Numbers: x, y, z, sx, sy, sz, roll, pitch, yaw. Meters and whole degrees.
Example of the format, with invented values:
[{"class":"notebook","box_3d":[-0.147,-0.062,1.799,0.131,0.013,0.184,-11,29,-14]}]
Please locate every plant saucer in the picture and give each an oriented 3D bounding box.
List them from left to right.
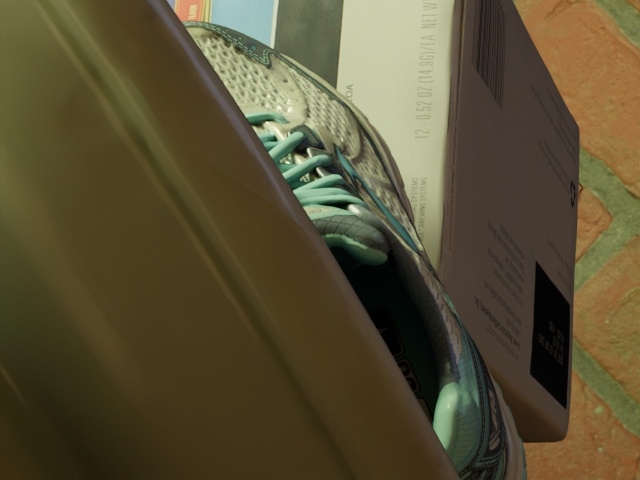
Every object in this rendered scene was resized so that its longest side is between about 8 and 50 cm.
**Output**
[{"class":"plant saucer","box_3d":[-0.083,0.016,0.574,0.400,0.100,0.400,54,-11,15]}]

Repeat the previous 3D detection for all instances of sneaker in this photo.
[{"class":"sneaker","box_3d":[0.000,0.000,0.744,0.283,0.110,0.122,56,-4,23]}]

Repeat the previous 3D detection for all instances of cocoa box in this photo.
[{"class":"cocoa box","box_3d":[0.013,-0.018,1.044,0.228,0.231,0.347,-1,-16,19]}]
